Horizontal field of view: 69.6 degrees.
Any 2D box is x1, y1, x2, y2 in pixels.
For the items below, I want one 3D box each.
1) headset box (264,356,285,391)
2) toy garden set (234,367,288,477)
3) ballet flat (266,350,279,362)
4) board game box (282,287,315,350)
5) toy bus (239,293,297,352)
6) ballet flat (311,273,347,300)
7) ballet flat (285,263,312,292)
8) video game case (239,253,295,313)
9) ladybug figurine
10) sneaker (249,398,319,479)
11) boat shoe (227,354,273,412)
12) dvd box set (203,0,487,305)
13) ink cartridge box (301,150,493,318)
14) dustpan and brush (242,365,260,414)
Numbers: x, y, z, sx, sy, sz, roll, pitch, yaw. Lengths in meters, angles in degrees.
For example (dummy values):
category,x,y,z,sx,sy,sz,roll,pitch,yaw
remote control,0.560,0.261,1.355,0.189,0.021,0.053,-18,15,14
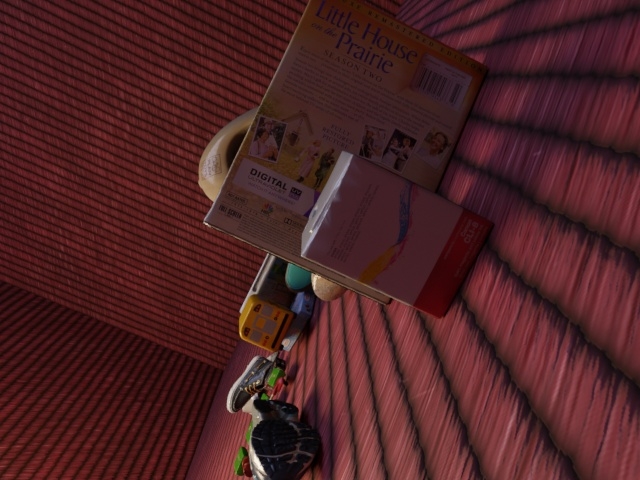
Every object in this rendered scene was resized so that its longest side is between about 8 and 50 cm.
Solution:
category,x,y,z,sx,sy,sz,roll,pitch,yaw
headset box,-0.130,0.380,1.296,0.083,0.032,0.062,-63,8,6
toy garden set,-0.124,0.425,1.071,0.204,0.049,0.244,132,162,-72
ballet flat,-0.168,0.400,1.466,0.114,0.041,0.041,-67,8,-17
board game box,-0.059,0.197,1.361,0.211,0.039,0.160,-79,16,-58
toy bus,-0.151,0.220,1.273,0.333,0.130,0.108,164,130,-79
ballet flat,0.074,-0.021,0.915,0.316,0.107,0.106,-67,15,-1
ballet flat,0.000,0.000,1.357,0.124,0.116,0.342,60,-132,-74
video game case,-0.131,0.123,1.558,0.300,0.036,0.329,-65,-19,-5
ladybug figurine,-0.112,-0.211,1.237,0.162,0.449,0.305,42,-143,-69
sneaker,-0.068,0.363,0.773,0.283,0.110,0.122,154,123,-82
boat shoe,-0.200,0.427,1.353,0.083,0.065,0.183,7,58,46
dvd box set,0.046,-0.151,0.730,0.062,0.308,0.420,158,135,-82
ink cartridge box,0.079,-0.013,0.553,0.128,0.176,0.127,-103,38,-77
dustpan and brush,-0.210,0.484,1.431,0.211,0.060,0.147,165,110,-83
